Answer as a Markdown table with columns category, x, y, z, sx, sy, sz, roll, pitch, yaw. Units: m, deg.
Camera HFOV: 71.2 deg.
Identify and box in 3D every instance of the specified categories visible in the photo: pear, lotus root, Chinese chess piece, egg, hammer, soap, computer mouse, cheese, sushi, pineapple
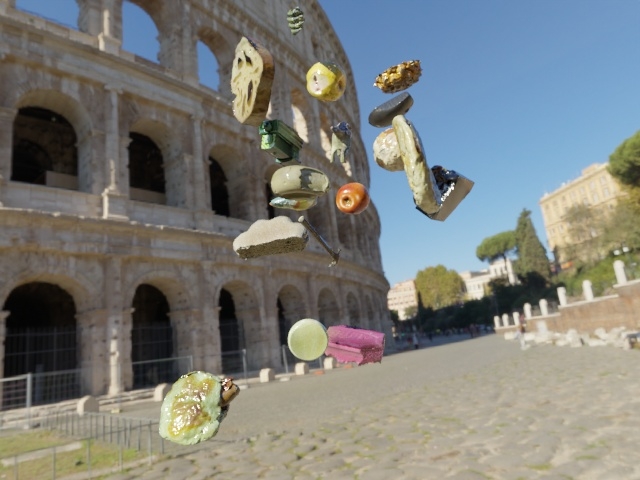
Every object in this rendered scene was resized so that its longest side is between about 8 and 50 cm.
| category | x | y | z | sx | sy | sz | roll | pitch | yaw |
| --- | --- | --- | --- | --- | --- | --- | --- | --- | --- |
| pear | 0.021 | -0.687 | 1.934 | 0.177 | 0.178 | 0.178 | -6 | -13 | -1 |
| lotus root | -0.313 | -0.733 | 2.053 | 0.111 | 0.391 | 0.374 | -2 | -1 | -27 |
| Chinese chess piece | -0.042 | 0.348 | 1.570 | 0.143 | 0.144 | 0.058 | -6 | 1 | -5 |
| egg | 0.322 | -0.390 | 1.928 | 0.194 | 0.195 | 0.233 | -5 | 8 | -6 |
| hammer | -0.001 | 0.000 | 1.827 | 0.026 | 0.125 | 0.297 | -6 | -41 | 35 |
| soap | 0.161 | 0.528 | 2.268 | 0.324 | 0.128 | 0.220 | 7 | 13 | 10 |
| computer mouse | 0.401 | -0.712 | 2.502 | 0.269 | 0.100 | 0.170 | -30 | -12 | 1 |
| cheese | -0.078 | -0.185 | 1.474 | 0.175 | 0.091 | 0.202 | 7 | -6 | -26 |
| sushi | 0.553 | -0.235 | 2.098 | 0.215 | 0.212 | 0.227 | 5 | -58 | -53 |
| pineapple | 0.326 | -0.666 | 1.848 | 0.224 | 0.076 | 0.225 | -20 | -3 | -1 |

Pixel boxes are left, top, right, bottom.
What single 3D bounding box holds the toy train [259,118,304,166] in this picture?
| category | x | y | z | sx | sy | sz | roll | pitch | yaw |
| --- | --- | --- | --- | --- | --- | --- | --- | --- | --- |
| toy train | -0.206 | -0.518 | 2.395 | 0.138 | 0.178 | 0.330 | -1 | -11 | 26 |

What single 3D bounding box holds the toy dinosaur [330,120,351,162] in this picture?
| category | x | y | z | sx | sy | sz | roll | pitch | yaw |
| --- | --- | --- | --- | --- | --- | --- | --- | --- | --- |
| toy dinosaur | 0.083 | -0.392 | 1.788 | 0.077 | 0.162 | 0.294 | 5 | 11 | 4 |

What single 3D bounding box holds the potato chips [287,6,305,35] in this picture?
| category | x | y | z | sx | sy | sz | roll | pitch | yaw |
| --- | --- | --- | --- | --- | --- | --- | --- | --- | --- |
| potato chips | -0.094 | -0.845 | 1.723 | 0.028 | 0.092 | 0.207 | -23 | 24 | -11 |

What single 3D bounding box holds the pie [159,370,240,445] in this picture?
| category | x | y | z | sx | sy | sz | roll | pitch | yaw |
| --- | --- | --- | --- | --- | --- | --- | --- | --- | --- |
| pie | -0.453 | 0.601 | 1.625 | 0.257 | 0.275 | 0.106 | 13 | -42 | 17 |

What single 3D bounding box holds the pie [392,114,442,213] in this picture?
| category | x | y | z | sx | sy | sz | roll | pitch | yaw |
| --- | --- | --- | --- | --- | --- | --- | --- | --- | --- |
| pie | 0.295 | -0.232 | 1.369 | 0.077 | 0.340 | 0.339 | -20 | -16 | 16 |

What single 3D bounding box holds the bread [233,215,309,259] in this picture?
| category | x | y | z | sx | sy | sz | roll | pitch | yaw |
| --- | --- | --- | --- | --- | --- | --- | --- | --- | --- |
| bread | -0.216 | -0.020 | 1.976 | 0.336 | 0.183 | 0.102 | -9 | -48 | 8 |

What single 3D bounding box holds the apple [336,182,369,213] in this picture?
| category | x | y | z | sx | sy | sz | roll | pitch | yaw |
| --- | --- | --- | --- | --- | --- | --- | --- | --- | --- |
| apple | 0.156 | -0.204 | 2.201 | 0.163 | 0.164 | 0.139 | -17 | 1 | 37 |

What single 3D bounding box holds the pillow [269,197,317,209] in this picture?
| category | x | y | z | sx | sy | sz | roll | pitch | yaw |
| --- | --- | --- | --- | --- | --- | --- | --- | --- | --- |
| pillow | -0.120 | -0.177 | 1.988 | 0.213 | 0.086 | 0.233 | -5 | 7 | -10 |
